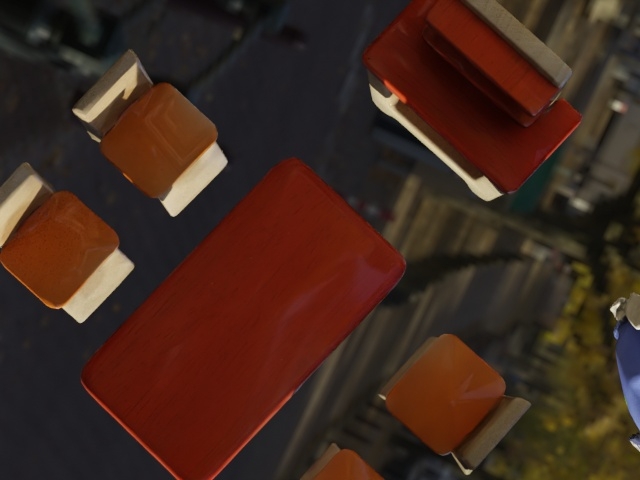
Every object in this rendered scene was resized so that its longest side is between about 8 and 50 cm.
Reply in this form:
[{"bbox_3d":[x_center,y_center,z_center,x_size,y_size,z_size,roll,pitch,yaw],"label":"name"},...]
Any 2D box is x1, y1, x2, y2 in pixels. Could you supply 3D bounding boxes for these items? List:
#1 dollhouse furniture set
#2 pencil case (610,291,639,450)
[{"bbox_3d":[0.000,0.000,0.895,0.259,0.262,0.135,-47,175,-4],"label":"dollhouse furniture set"},{"bbox_3d":[0.227,-0.003,0.859,0.306,0.133,0.119,106,5,-54],"label":"pencil case"}]
